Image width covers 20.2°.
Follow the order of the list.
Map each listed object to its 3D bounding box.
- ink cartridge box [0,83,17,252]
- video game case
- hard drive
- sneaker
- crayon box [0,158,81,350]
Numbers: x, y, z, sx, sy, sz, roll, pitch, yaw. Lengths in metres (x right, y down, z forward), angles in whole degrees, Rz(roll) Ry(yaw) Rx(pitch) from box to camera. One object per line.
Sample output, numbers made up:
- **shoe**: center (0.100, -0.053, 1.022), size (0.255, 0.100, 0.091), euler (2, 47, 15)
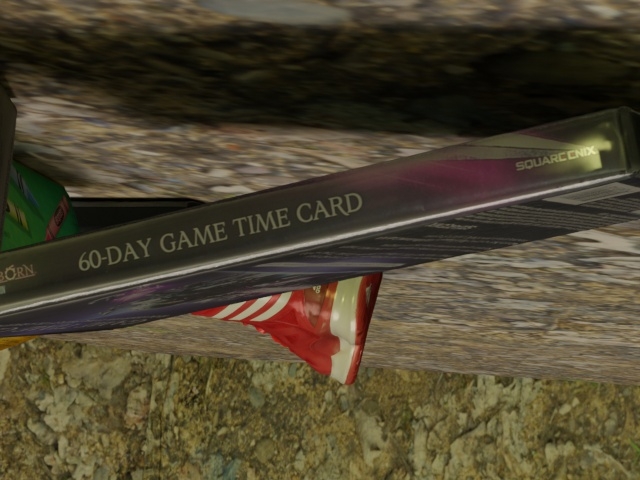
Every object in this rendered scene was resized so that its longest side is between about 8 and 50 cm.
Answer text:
- **ink cartridge box**: center (-0.197, -0.035, 0.650), size (0.148, 0.086, 0.203), euler (6, 174, -2)
- **video game case**: center (0.000, 0.000, 0.654), size (0.274, 0.026, 0.196), euler (-11, 175, 20)
- **hard drive**: center (-0.102, -0.007, 1.104), size (0.135, 0.022, 0.094), euler (1, 172, 38)
- **sneaker**: center (-0.025, 0.040, 1.288), size (0.128, 0.087, 0.221), euler (14, 162, 3)
- **crayon box**: center (-0.229, 0.016, 0.902), size (0.165, 0.081, 0.278), euler (-19, 170, 5)
